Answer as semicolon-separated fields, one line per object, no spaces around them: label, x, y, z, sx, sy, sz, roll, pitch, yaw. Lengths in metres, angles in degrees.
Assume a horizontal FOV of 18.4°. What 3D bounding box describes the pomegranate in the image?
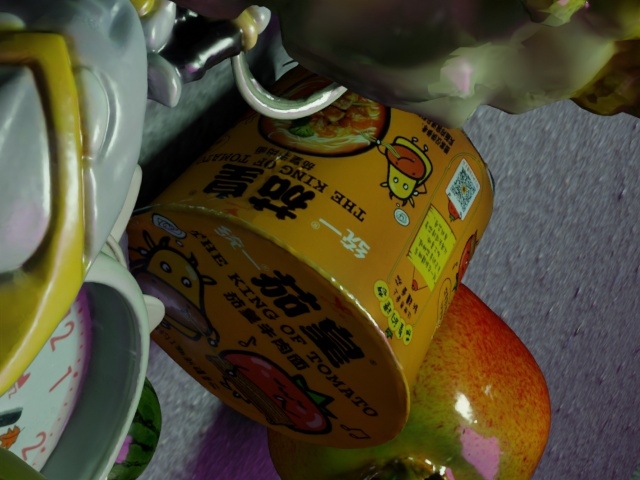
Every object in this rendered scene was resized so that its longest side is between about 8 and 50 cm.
pomegranate;0.062;0.143;1.518;0.257;0.220;0.221;-80;-172;-59

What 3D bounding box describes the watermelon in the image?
watermelon;-0.152;0.113;1.211;0.109;0.109;0.109;-45;156;-27

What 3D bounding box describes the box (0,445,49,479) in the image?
box;-0.328;0.191;0.723;0.420;0.138;0.373;-55;137;-4

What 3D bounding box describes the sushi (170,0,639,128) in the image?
sushi;0.073;-0.231;0.800;0.240;0.396;0.351;100;11;-48

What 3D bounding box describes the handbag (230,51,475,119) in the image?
handbag;0.065;-0.199;1.141;0.241;0.109;0.315;44;77;-35

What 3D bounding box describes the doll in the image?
doll;-0.129;-0.067;0.933;0.103;0.145;0.316;-8;-141;55

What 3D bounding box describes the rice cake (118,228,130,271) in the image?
rice cake;-0.132;0.003;1.180;0.033;0.033;0.208;-42;154;-29

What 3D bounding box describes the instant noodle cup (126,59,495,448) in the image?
instant noodle cup;0.000;0.000;1.244;0.172;0.215;0.216;-55;160;-30

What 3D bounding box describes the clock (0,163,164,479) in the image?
clock;-0.204;0.094;1.040;0.324;0.108;0.265;-45;151;-30
